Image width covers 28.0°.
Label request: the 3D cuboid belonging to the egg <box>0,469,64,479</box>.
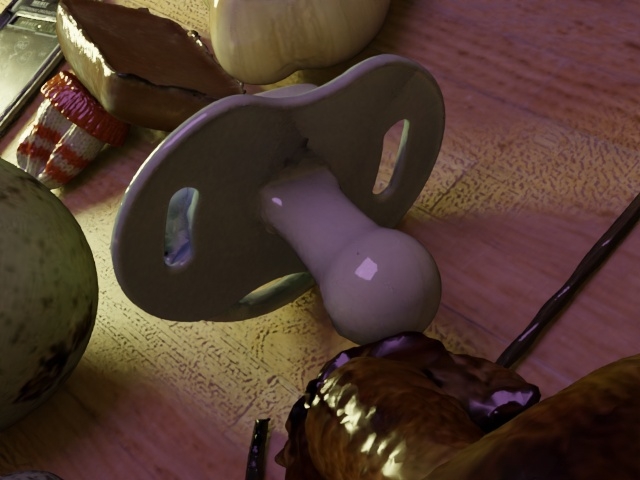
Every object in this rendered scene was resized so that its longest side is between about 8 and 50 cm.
[{"bbox_3d":[-0.233,0.247,0.955,0.132,0.132,0.172,-9,39,28],"label":"egg"}]

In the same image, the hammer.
[{"bbox_3d":[0.166,0.051,0.943,0.292,0.029,0.058,-47,45,-14],"label":"hammer"}]

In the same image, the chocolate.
[{"bbox_3d":[-0.184,-0.167,1.307,0.261,0.161,0.083,50,126,53],"label":"chocolate"}]

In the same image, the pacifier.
[{"bbox_3d":[0.000,0.000,0.956,0.299,0.244,0.233,-20,45,-29],"label":"pacifier"}]

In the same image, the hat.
[{"bbox_3d":[-0.280,-0.094,1.343,0.162,0.093,0.112,-54,40,5],"label":"hat"}]

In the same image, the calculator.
[{"bbox_3d":[-0.378,-0.211,1.542,0.165,0.028,0.274,15,62,42],"label":"calculator"}]

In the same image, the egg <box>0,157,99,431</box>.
[{"bbox_3d":[-0.367,0.049,1.108,0.379,0.287,0.288,2,54,34],"label":"egg"}]

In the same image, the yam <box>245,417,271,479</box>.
[{"bbox_3d":[-0.051,0.182,0.978,0.014,0.014,0.107,-13,48,25],"label":"yam"}]

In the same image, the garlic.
[{"bbox_3d":[-0.006,-0.275,1.225,0.184,0.203,0.281,32,70,27],"label":"garlic"}]

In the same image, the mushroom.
[{"bbox_3d":[0.098,0.156,0.686,0.331,0.334,0.356,-20,61,13],"label":"mushroom"}]
